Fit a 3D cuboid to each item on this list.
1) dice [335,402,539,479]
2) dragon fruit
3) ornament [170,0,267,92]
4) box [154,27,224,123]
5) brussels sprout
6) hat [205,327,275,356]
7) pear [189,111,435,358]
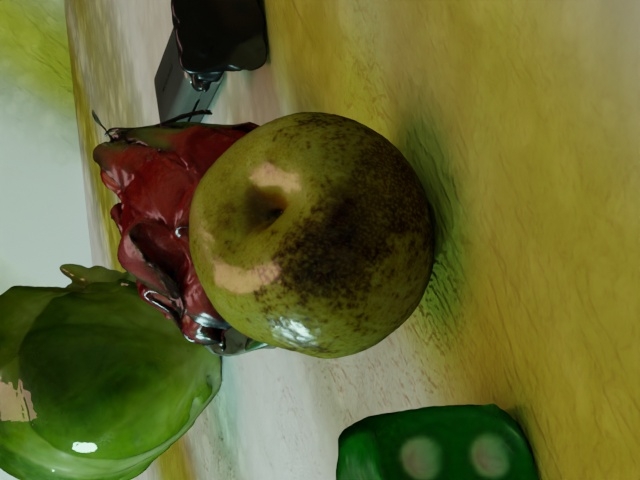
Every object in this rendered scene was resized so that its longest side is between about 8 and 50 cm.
[{"bbox_3d":[0.083,0.188,1.000,0.131,0.120,0.128,130,133,-66],"label":"dice"},{"bbox_3d":[-0.123,-0.024,1.394,0.233,0.293,0.234,-54,2,3],"label":"dragon fruit"},{"bbox_3d":[-0.138,-0.299,1.662,0.260,0.106,0.251,180,86,-80],"label":"ornament"},{"bbox_3d":[-0.181,-0.222,1.901,0.244,0.055,0.103,136,127,-71],"label":"box"},{"bbox_3d":[-0.328,0.208,2.016,0.314,0.371,0.275,-104,11,-49],"label":"brussels sprout"},{"bbox_3d":[-0.120,0.010,1.652,0.244,0.149,0.214,45,140,49],"label":"hat"},{"bbox_3d":[0.000,0.000,1.118,0.197,0.197,0.197,174,90,-75],"label":"pear"}]
